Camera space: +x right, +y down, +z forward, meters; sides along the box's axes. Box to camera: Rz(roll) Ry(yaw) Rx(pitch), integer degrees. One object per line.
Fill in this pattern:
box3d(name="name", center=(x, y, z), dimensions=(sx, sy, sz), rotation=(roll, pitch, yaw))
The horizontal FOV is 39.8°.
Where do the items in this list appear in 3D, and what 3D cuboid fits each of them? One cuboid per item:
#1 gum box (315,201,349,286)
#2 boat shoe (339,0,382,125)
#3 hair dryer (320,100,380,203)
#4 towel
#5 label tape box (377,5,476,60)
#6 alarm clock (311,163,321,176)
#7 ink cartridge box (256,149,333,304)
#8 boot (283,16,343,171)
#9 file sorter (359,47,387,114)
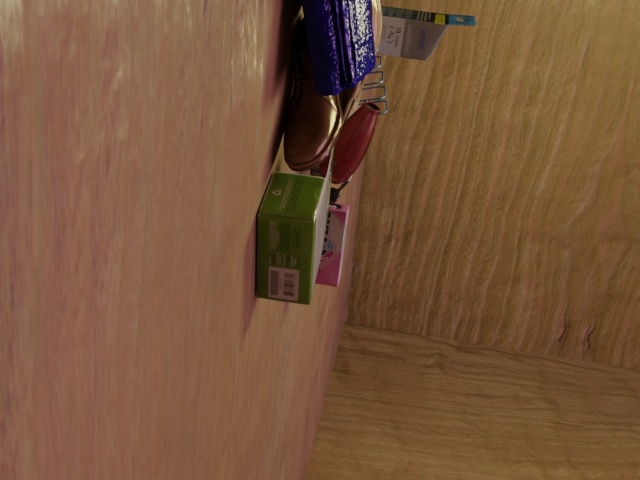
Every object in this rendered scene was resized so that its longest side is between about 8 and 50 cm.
box3d(name="gum box", center=(0.000, 0.000, 1.965), dimensions=(0.062, 0.107, 0.188), rotation=(-67, 165, -70))
box3d(name="boat shoe", center=(0.053, -0.377, 1.842), dimensions=(0.110, 0.122, 0.341), rotation=(-69, 169, -60))
box3d(name="hair dryer", center=(0.064, -0.213, 1.930), dimensions=(0.223, 0.080, 0.293), rotation=(-63, -178, -23))
box3d(name="towel", center=(0.039, -0.403, 1.419), dimensions=(0.227, 0.076, 0.308), rotation=(-48, 137, -58))
box3d(name="label tape box", center=(0.232, -0.545, 2.315), dimensions=(0.240, 0.334, 0.105), rotation=(-67, 165, -68))
box3d(name="alarm clock", center=(0.014, -0.206, 2.053), dimensions=(0.192, 0.064, 0.129), rotation=(-55, 154, -71))
box3d(name="ink cartridge box", center=(-0.040, -0.041, 1.552), dimensions=(0.255, 0.097, 0.188), rotation=(-77, 173, -51))
box3d(name="boot", center=(-0.022, -0.260, 1.518), dimensions=(0.115, 0.112, 0.305), rotation=(52, 41, -50))
box3d(name="file sorter", center=(0.106, -0.401, 2.204), dimensions=(0.118, 0.105, 0.170), rotation=(-80, 162, -64))
